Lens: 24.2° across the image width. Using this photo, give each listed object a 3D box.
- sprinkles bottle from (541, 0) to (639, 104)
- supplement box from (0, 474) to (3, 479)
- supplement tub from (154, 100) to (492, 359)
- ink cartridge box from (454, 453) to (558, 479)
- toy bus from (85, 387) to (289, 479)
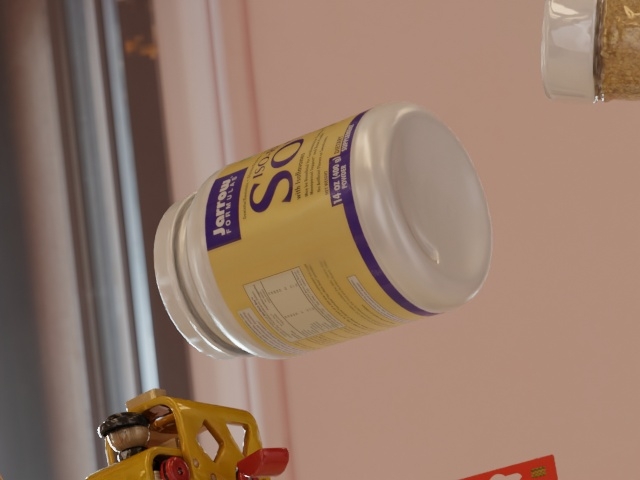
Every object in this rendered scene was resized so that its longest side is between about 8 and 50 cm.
[{"bbox_3d":[0.385,-0.179,1.362,0.355,0.121,0.121,4,-175,16],"label":"sprinkles bottle"},{"bbox_3d":[-0.194,0.210,0.866,0.081,0.188,0.104,-27,-143,-14],"label":"supplement box"},{"bbox_3d":[0.000,0.000,1.692,0.331,0.241,0.241,-19,175,33],"label":"supplement tub"},{"bbox_3d":[0.227,0.348,1.760,0.145,0.179,0.045,-15,-147,0],"label":"ink cartridge box"},{"bbox_3d":[-0.137,0.183,1.290,0.191,0.104,0.202,-8,156,-15],"label":"toy bus"}]
